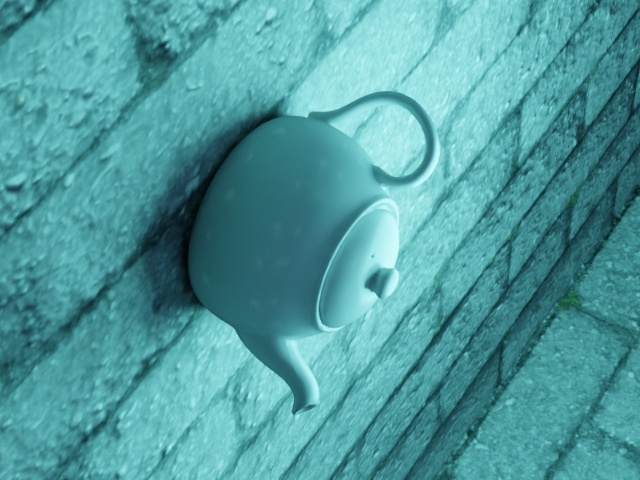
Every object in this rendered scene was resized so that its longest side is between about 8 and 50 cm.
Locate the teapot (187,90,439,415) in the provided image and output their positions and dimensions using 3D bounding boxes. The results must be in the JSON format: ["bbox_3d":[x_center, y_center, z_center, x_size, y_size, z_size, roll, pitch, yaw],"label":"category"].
[{"bbox_3d":[0.000,0.000,1.351,0.252,0.187,0.256,-44,150,-38],"label":"teapot"}]
